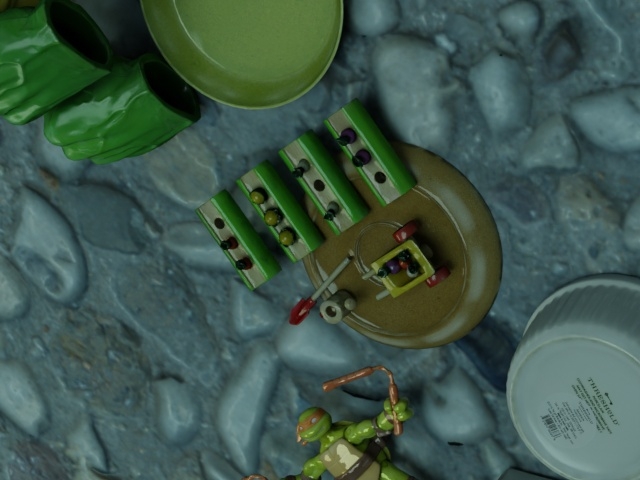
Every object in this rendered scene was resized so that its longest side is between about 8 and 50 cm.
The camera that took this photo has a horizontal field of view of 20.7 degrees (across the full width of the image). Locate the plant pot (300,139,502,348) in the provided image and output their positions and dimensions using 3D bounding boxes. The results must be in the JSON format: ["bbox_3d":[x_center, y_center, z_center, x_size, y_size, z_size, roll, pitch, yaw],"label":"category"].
[{"bbox_3d":[0.075,0.011,1.834,0.236,0.032,0.236,11,115,24],"label":"plant pot"}]

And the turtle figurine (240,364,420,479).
[{"bbox_3d":[0.038,0.259,1.931,0.217,0.087,0.269,46,117,-5],"label":"turtle figurine"}]

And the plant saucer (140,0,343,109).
[{"bbox_3d":[-0.077,-0.254,1.796,0.241,0.037,0.241,12,117,25],"label":"plant saucer"}]

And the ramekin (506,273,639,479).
[{"bbox_3d":[0.283,0.147,1.732,0.207,0.109,0.207,12,117,24],"label":"ramekin"}]

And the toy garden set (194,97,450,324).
[{"bbox_3d":[0.000,0.000,1.820,0.244,0.049,0.204,-33,93,35],"label":"toy garden set"}]

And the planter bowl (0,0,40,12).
[{"bbox_3d":[-0.322,-0.277,1.861,0.090,0.217,0.217,14,125,-18],"label":"planter bowl"}]

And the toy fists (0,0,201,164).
[{"bbox_3d":[-0.257,-0.163,1.820,0.142,0.279,0.096,-28,60,23],"label":"toy fists"}]

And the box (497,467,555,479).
[{"bbox_3d":[0.214,0.365,1.822,0.119,0.182,0.181,11,116,24],"label":"box"}]
